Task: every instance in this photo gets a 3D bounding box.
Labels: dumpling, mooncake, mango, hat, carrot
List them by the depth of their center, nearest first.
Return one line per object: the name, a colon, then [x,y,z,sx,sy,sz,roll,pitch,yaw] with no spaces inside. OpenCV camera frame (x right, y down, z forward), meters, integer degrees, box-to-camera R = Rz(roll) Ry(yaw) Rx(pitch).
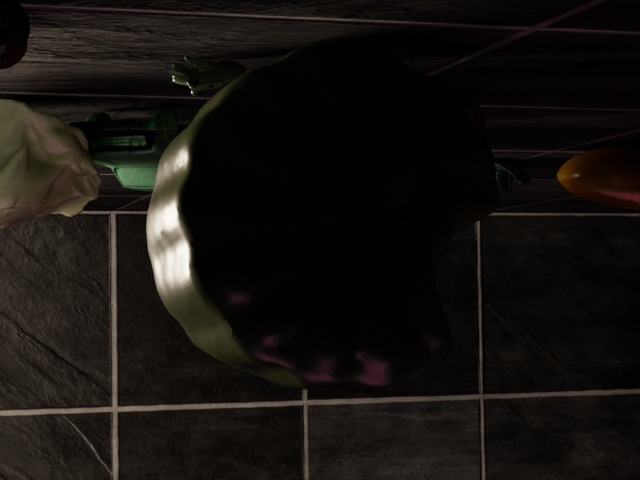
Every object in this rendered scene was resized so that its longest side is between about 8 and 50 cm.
carrot: [-0.271,-0.170,1.232,0.060,0.060,0.186,0,-178,-12]
mooncake: [0.003,-0.025,1.474,0.351,0.351,0.187,0,172,-18]
dumpling: [-0.379,-0.102,1.814,0.258,0.147,0.193,28,139,-32]
mango: [0.493,-0.107,2.409,0.217,0.102,0.141,1,-159,13]
hat: [0.298,-0.100,2.657,0.138,0.078,0.191,0,178,21]

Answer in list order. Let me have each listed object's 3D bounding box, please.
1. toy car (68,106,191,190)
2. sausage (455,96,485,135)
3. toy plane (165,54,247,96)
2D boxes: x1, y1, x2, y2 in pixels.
toy car: [-0.202,-0.114,1.981,0.141,0.097,0.320,-1,177,20]
sausage: [0.131,-0.134,1.914,0.102,0.076,0.302,-5,179,-8]
toy plane: [-0.116,-0.169,1.531,0.083,0.033,0.080,-1,163,5]
